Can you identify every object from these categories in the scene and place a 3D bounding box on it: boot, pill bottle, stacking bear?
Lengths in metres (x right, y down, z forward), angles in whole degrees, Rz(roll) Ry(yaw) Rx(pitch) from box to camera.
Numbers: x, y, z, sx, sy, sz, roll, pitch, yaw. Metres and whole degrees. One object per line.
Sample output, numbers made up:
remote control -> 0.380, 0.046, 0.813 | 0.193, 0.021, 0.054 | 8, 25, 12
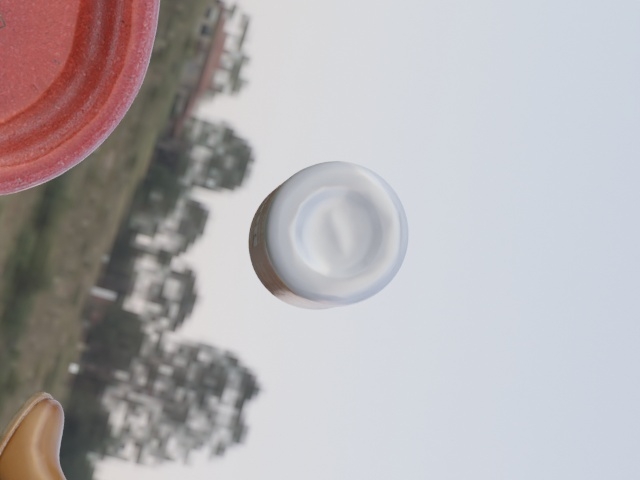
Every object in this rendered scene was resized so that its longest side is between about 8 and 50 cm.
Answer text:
boot -> -0.194, 0.227, 1.483 | 0.073, 0.152, 0.197 | 44, 57, -66
pill bottle -> 0.000, 0.000, 1.611 | 0.216, 0.121, 0.121 | 156, -50, -81
stacking bear -> -0.182, -0.135, 0.851 | 0.164, 0.175, 0.289 | 67, -9, -25
